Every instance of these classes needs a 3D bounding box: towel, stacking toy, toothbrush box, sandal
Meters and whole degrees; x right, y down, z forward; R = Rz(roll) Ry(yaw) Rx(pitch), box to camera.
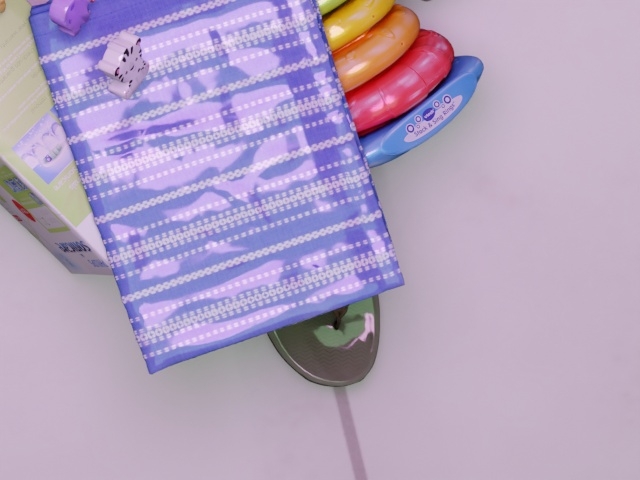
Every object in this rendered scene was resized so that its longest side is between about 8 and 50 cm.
[{"bbox_3d":[-0.087,-0.079,1.629,0.243,0.040,0.336,-19,96,-3],"label":"towel"},{"bbox_3d":[-0.002,-0.220,1.707,0.175,0.166,0.302,-39,110,-23],"label":"stacking toy"},{"bbox_3d":[-0.264,-0.106,1.725,0.283,0.206,0.122,45,76,-15],"label":"toothbrush box"},{"bbox_3d":[-0.002,-0.001,1.846,0.120,0.086,0.303,-5,102,-8],"label":"sandal"},{"bbox_3d":[-0.182,-0.232,1.579,0.167,0.052,0.221,23,67,20],"label":"stacking toy"}]
